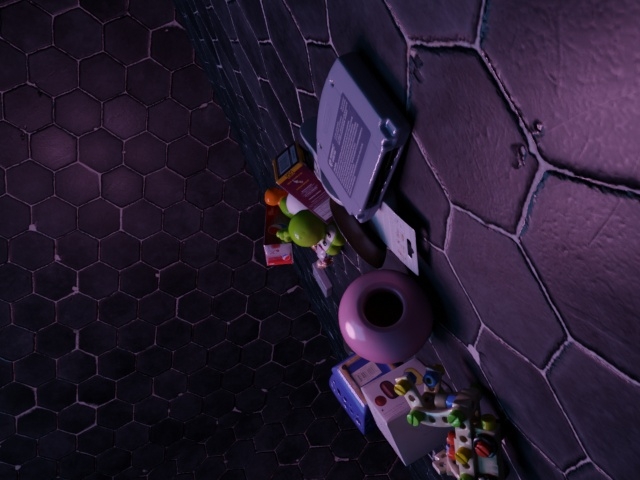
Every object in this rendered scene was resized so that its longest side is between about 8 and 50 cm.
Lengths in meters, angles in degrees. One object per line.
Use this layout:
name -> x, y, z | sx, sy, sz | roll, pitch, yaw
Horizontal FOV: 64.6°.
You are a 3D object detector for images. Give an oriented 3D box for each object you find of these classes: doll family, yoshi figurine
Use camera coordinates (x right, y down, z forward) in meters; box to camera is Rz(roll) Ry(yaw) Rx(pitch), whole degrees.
doll family -> 0.000, 0.000, 1.795 | 0.263, 0.118, 0.163 | 46, 144, 49
yoshi figurine -> -0.059, -0.094, 1.566 | 0.362, 0.203, 0.203 | 51, 159, 42

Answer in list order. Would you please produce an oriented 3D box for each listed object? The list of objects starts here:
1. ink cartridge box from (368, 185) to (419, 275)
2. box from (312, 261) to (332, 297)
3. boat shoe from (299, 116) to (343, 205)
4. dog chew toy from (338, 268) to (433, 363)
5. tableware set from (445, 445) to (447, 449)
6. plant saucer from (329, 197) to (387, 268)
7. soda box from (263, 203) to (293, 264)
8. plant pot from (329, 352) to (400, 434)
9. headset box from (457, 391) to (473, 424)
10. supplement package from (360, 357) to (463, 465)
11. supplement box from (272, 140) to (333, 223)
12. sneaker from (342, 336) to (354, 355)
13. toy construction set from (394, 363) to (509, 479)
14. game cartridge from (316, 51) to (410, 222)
ink cartridge box -> 0.153, -0.035, 1.022 | 0.179, 0.045, 0.145 | 47, 163, 39
box -> 0.009, 0.193, 2.497 | 0.145, 0.038, 0.186 | 61, 170, 17
boat shoe -> 0.027, -0.168, 1.159 | 0.267, 0.096, 0.088 | 58, 174, 32
dog chew toy -> 0.157, 0.194, 1.186 | 0.206, 0.207, 0.332 | 59, 179, 24
tableware set -> 0.398, 0.622, 1.582 | 0.104, 0.024, 0.154 | 51, 165, 53
plant saucer -> 0.095, -0.029, 1.149 | 0.198, 0.036, 0.198 | 46, -158, -24
soda box -> -0.137, -0.030, 1.690 | 0.263, 0.092, 0.083 | -95, 0, -55
plant pot -> 0.177, 0.504, 1.788 | 0.236, 0.236, 0.212 | 51, 164, 32
headset box -> 0.345, 0.401, 1.202 | 0.083, 0.032, 0.062 | 64, 171, 0
supplement package -> 0.251, 0.464, 1.402 | 0.149, 0.194, 0.203 | 66, 170, -15
supplement box -> -0.022, -0.141, 1.249 | 0.188, 0.081, 0.104 | 37, -155, -35
sneaker -> 0.179, 0.447, 2.141 | 0.286, 0.109, 0.130 | 35, 142, 57
toy construction set -> 0.292, 0.429, 1.098 | 0.215, 0.151, 0.327 | 4, 127, 38
game cartridge -> 0.062, -0.181, 0.919 | 0.196, 0.060, 0.294 | 56, 159, 19
